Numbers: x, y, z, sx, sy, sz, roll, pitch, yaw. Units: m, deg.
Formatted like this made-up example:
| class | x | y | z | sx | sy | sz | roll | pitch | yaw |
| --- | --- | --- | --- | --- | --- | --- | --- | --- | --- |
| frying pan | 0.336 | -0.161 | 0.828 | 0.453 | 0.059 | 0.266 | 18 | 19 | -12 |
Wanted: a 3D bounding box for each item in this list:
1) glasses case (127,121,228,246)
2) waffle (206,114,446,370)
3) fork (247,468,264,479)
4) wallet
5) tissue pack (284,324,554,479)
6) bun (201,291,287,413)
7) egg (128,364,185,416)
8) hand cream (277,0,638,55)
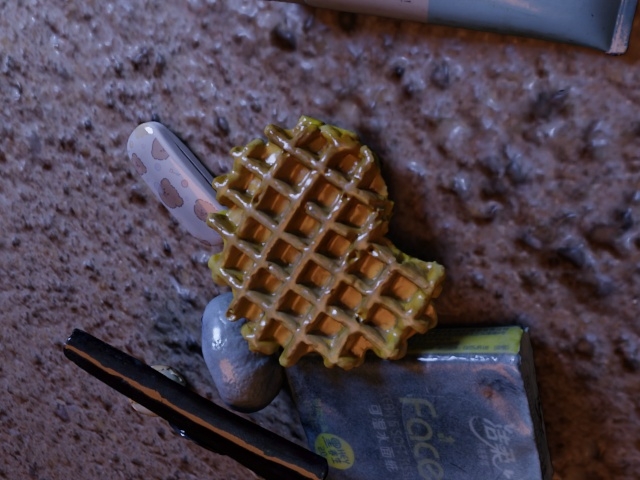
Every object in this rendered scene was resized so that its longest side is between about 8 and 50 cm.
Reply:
| class | x | y | z | sx | sy | sz | roll | pitch | yaw |
| --- | --- | --- | --- | --- | --- | --- | --- | --- | --- |
| glasses case | -0.159 | -0.065 | 0.651 | 0.063 | 0.041 | 0.164 | -39 | 91 | 33 |
| waffle | 0.000 | 0.000 | 0.559 | 0.249 | 0.056 | 0.253 | 1 | 91 | 18 |
| fork | -0.042 | 0.358 | 0.780 | 0.219 | 0.034 | 0.028 | 44 | 131 | 3 |
| wallet | -0.145 | 0.210 | 0.659 | 0.318 | 0.045 | 0.172 | 27 | 153 | 6 |
| tissue pack | 0.103 | 0.187 | 0.608 | 0.257 | 0.081 | 0.185 | -7 | 109 | 29 |
| bun | -0.080 | 0.124 | 0.647 | 0.083 | 0.141 | 0.140 | -19 | 103 | 8 |
| egg | -0.232 | 0.210 | 0.787 | 0.083 | 0.071 | 0.071 | -13 | 105 | 28 |
| hand cream | 0.095 | -0.226 | 0.460 | 0.313 | 0.070 | 0.111 | 11 | 114 | 13 |
